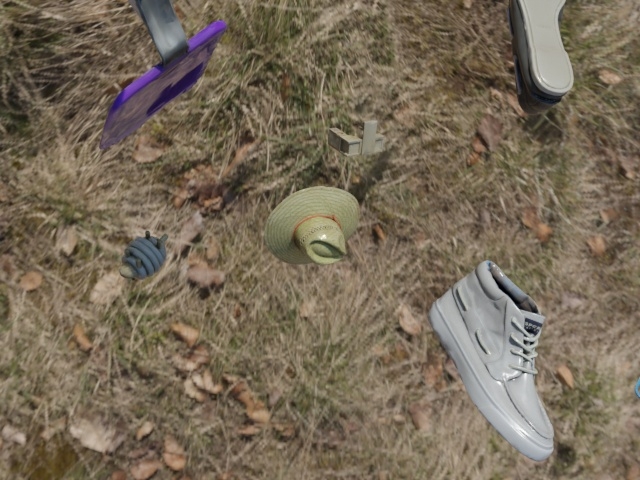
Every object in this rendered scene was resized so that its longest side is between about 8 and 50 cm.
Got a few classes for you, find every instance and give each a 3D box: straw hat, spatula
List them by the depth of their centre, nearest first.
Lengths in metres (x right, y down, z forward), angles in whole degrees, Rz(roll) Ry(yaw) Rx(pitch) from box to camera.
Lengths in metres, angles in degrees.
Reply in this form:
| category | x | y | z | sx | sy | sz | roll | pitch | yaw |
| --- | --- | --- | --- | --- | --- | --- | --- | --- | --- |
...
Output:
| category | x | y | z | sx | sy | sz | roll | pitch | yaw |
| --- | --- | --- | --- | --- | --- | --- | --- | --- | --- |
| spatula | -0.074 | -0.121 | 0.346 | 0.030 | 0.296 | 0.084 | 42 | 68 | 10 |
| straw hat | 0.000 | 0.000 | 1.056 | 0.144 | 0.061 | 0.144 | -16 | 136 | -16 |

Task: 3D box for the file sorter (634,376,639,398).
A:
| category | x | y | z | sx | sy | sz | roll | pitch | yaw |
| --- | --- | --- | --- | --- | --- | --- | --- | --- | --- |
| file sorter | 0.520 | 0.157 | 1.101 | 0.104 | 0.118 | 0.170 | 27 | 140 | 23 |

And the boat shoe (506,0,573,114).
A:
| category | x | y | z | sx | sy | sz | roll | pitch | yaw |
| --- | --- | --- | --- | --- | --- | --- | --- | --- | --- |
| boat shoe | 0.388 | -0.387 | 1.469 | 0.112 | 0.335 | 0.095 | 9 | 156 | -16 |

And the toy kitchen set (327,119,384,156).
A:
| category | x | y | z | sx | sy | sz | roll | pitch | yaw |
| --- | --- | --- | --- | --- | --- | --- | --- | --- | --- |
| toy kitchen set | 0.071 | -0.212 | 1.563 | 0.083 | 0.075 | 0.068 | -12 | 123 | -30 |

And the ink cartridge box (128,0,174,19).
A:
| category | x | y | z | sx | sy | sz | roll | pitch | yaw |
| --- | --- | --- | --- | --- | --- | --- | --- | --- | --- |
| ink cartridge box | -0.212 | -0.460 | 1.107 | 0.117 | 0.278 | 0.201 | -45 | 108 | -32 |

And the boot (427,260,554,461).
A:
| category | x | y | z | sx | sy | sz | roll | pitch | yaw |
| --- | --- | --- | --- | --- | --- | --- | --- | --- | --- |
| boot | 0.242 | 0.143 | 1.024 | 0.095 | 0.258 | 0.123 | 14 | 125 | -45 |

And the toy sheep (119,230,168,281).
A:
| category | x | y | z | sx | sy | sz | roll | pitch | yaw |
| --- | --- | --- | --- | --- | --- | --- | --- | --- | --- |
| toy sheep | -0.355 | 0.030 | 1.624 | 0.132 | 0.091 | 0.091 | -42 | 113 | -29 |
